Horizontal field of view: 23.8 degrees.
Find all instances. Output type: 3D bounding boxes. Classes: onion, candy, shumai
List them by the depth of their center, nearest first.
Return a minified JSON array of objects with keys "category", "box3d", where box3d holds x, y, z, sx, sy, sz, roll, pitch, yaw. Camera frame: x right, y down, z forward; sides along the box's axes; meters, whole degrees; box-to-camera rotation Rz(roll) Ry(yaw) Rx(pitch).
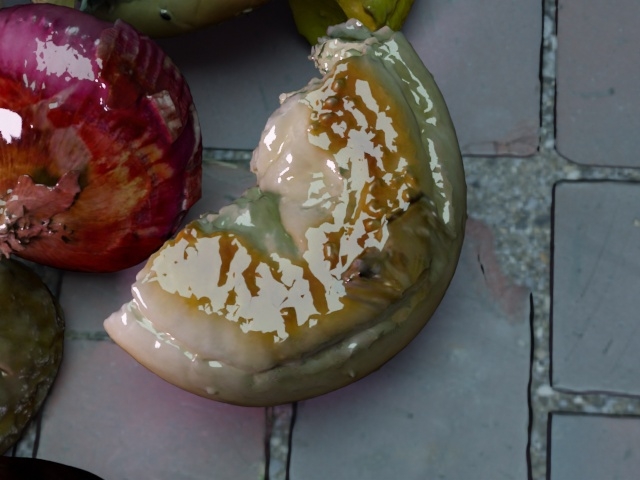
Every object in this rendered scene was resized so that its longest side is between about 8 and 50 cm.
[{"category":"onion","box3d":[-0.203,-0.061,1.133,0.230,0.230,0.163,18,36,10]},{"category":"shumai","box3d":[-0.301,0.084,1.134,0.209,0.153,0.161,-34,63,-7]},{"category":"candy","box3d":[0.052,-0.252,1.280,0.094,0.106,0.199,13,61,29]}]

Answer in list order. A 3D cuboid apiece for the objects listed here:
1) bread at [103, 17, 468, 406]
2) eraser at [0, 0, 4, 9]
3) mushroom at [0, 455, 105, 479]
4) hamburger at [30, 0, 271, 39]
[{"category":"bread","box3d":[0.006,0.000,1.137,0.192,0.171,0.314,34,79,3]},{"category":"eraser","box3d":[-0.396,-0.149,1.197,0.331,0.150,0.331,-3,40,2]},{"category":"mushroom","box3d":[-0.251,0.275,0.947,0.356,0.331,0.334,-4,81,1]},{"category":"hamburger","box3d":[-0.142,-0.304,1.223,0.277,0.195,0.318,-28,43,2]}]
